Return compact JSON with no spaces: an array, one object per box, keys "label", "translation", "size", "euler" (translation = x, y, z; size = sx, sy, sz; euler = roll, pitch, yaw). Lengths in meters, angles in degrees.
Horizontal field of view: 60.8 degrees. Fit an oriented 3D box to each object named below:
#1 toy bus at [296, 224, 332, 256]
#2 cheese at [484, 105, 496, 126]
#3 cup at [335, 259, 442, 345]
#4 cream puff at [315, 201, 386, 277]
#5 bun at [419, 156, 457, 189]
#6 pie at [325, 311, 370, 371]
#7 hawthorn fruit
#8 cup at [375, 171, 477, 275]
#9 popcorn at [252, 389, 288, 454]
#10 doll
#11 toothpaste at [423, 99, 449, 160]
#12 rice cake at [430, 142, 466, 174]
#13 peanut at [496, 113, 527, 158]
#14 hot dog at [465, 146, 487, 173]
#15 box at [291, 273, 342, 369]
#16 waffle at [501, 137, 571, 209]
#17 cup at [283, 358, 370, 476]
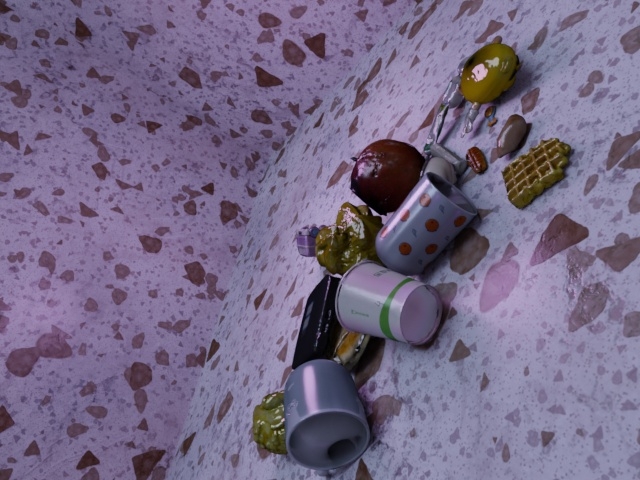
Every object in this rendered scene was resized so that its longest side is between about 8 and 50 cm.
[{"label":"toy bus","translation":[0.000,0.000,2.541],"size":[0.142,0.202,0.142],"euler":[-177,82,-67]},{"label":"cheese","translation":[0.611,-0.449,1.963],"size":[0.047,0.017,0.111],"euler":[-46,27,40]},{"label":"cup","translation":[0.222,0.203,1.723],"size":[0.274,0.253,0.253],"euler":[10,72,51]},{"label":"cream puff","translation":[0.107,-0.003,2.130],"size":[0.323,0.274,0.270],"euler":[-133,29,-62]},{"label":"bun","translation":[0.423,-0.208,1.941],"size":[0.173,0.120,0.173],"euler":[16,-90,-71]},{"label":"pie","translation":[0.121,0.340,2.027],"size":[0.339,0.077,0.339],"euler":[-56,17,26]},{"label":"hawthorn fruit","translation":[0.264,-0.243,2.139],"size":[0.316,0.316,0.316],"euler":[-47,26,32]},{"label":"cup","translation":[0.338,-0.040,1.823],"size":[0.317,0.212,0.212],"euler":[-53,24,24]},{"label":"popcorn","translation":[-0.153,0.695,2.071],"size":[0.255,0.195,0.256],"euler":[-69,21,7]},{"label":"doll","translation":[0.578,-0.585,2.015],"size":[0.423,0.161,0.348],"euler":[-88,16,-52]},{"label":"toothpaste","translation":[0.459,-0.433,2.166],"size":[0.078,0.047,0.248],"euler":[-104,29,-70]},{"label":"rice cake","translation":[0.477,-0.310,2.050],"size":[0.256,0.052,0.057],"euler":[-112,23,-63]},{"label":"peanut","translation":[0.609,-0.333,1.755],"size":[0.152,0.076,0.076],"euler":[-66,22,2]},{"label":"hot dog","translation":[0.537,-0.278,1.892],"size":[0.062,0.038,0.144],"euler":[-48,26,30]},{"label":"box","translation":[-0.017,0.343,2.211],"size":[0.359,0.091,0.350],"euler":[121,165,-59]},{"label":"waffle","translation":[0.631,-0.207,1.582],"size":[0.211,0.055,0.160],"euler":[-42,28,38]},{"label":"cup","translation":[0.006,0.595,1.805],"size":[0.274,0.259,0.356],"euler":[-103,15,-60]}]
